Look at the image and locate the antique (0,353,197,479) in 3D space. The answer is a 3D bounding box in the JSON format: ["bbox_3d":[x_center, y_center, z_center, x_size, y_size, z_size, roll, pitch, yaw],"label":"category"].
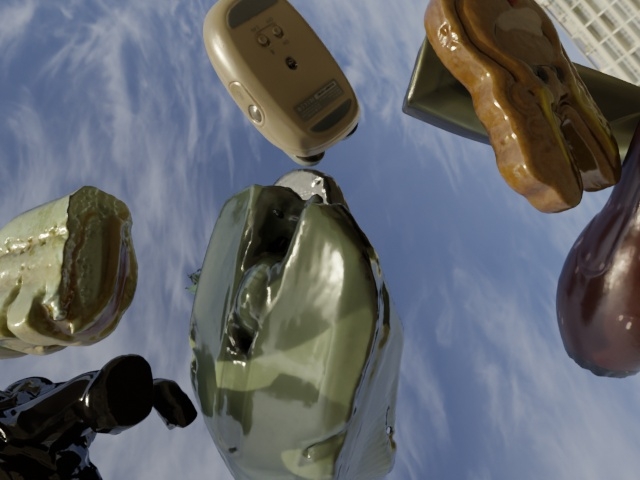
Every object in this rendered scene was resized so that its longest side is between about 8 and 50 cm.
[{"bbox_3d":[-0.304,0.232,0.378,0.322,0.255,0.185,-35,-74,-59],"label":"antique"}]

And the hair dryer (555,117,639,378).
[{"bbox_3d":[0.417,0.044,0.369,0.341,0.312,0.123,27,-146,37],"label":"hair dryer"}]

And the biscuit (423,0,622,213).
[{"bbox_3d":[0.176,-0.170,0.374,0.186,0.044,0.295,-21,-99,-38],"label":"biscuit"}]

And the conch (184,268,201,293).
[{"bbox_3d":[-0.176,0.088,0.869,0.251,0.137,0.143,12,-155,1],"label":"conch"}]

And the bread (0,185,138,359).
[{"bbox_3d":[-0.536,0.087,0.827,0.210,0.342,0.300,45,-149,-54],"label":"bread"}]

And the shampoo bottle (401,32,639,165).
[{"bbox_3d":[0.291,-0.176,0.546,0.350,0.084,0.125,17,-86,2],"label":"shampoo bottle"}]

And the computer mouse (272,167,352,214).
[{"bbox_3d":[0.000,0.000,0.742,0.086,0.138,0.269,-15,-90,-59],"label":"computer mouse"}]

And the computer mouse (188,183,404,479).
[{"bbox_3d":[-0.042,0.156,0.438,0.228,0.428,0.145,21,-146,33],"label":"computer mouse"}]

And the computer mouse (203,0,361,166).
[{"bbox_3d":[-0.050,-0.217,0.550,0.145,0.082,0.236,-45,-77,-21],"label":"computer mouse"}]
